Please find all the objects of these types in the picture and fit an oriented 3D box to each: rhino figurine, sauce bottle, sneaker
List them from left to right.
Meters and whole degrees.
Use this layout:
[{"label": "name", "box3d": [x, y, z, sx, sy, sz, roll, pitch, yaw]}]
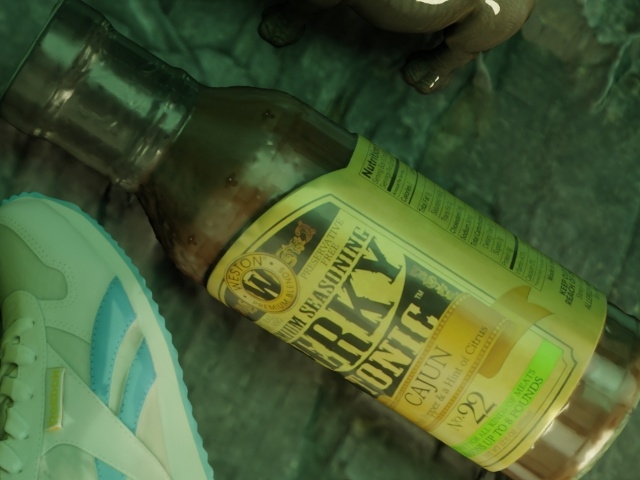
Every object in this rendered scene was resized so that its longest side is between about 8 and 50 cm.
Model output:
[{"label": "sneaker", "box3d": [-0.115, 0.083, 0.903, 0.092, 0.087, 0.229, -14, 72, -28]}, {"label": "sauce bottle", "box3d": [0.000, 0.000, 0.984, 0.344, 0.111, 0.111, 31, 57, -7]}, {"label": "rhino figurine", "box3d": [0.007, -0.153, 1.058, 0.243, 0.106, 0.073, 14, 61, -19]}]
